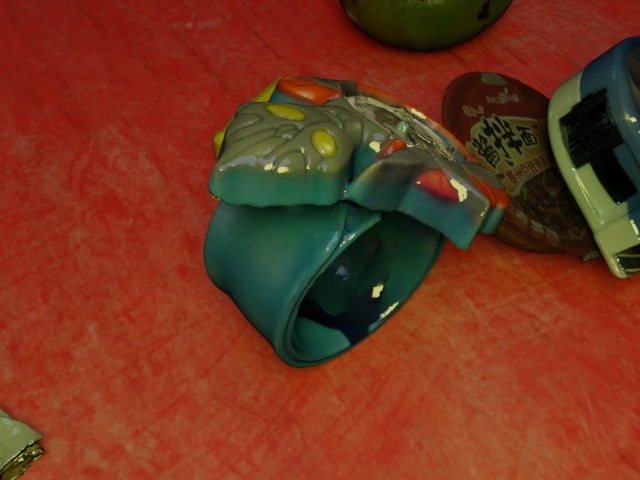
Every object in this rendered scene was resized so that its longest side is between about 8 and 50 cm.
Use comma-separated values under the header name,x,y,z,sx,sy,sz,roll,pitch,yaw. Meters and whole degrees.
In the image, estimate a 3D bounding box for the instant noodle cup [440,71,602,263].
name,x,y,z,sx,sy,sz,roll,pitch,yaw
instant noodle cup,0.237,-0.078,0.767,0.274,0.091,0.274,15,53,-21

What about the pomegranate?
name,x,y,z,sx,sy,sz,roll,pitch,yaw
pomegranate,0.174,-0.440,0.932,0.291,0.323,0.290,9,62,-17

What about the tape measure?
name,x,y,z,sx,sy,sz,roll,pitch,yaw
tape measure,0.387,-0.101,0.723,0.259,0.138,0.262,-15,69,-39

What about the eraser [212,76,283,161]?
name,x,y,z,sx,sy,sz,roll,pitch,yaw
eraser,-0.017,-0.125,0.855,0.226,0.069,0.158,29,61,23

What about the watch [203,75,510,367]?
name,x,y,z,sx,sy,sz,roll,pitch,yaw
watch,0.000,0.000,0.615,0.305,0.274,0.241,-9,46,-45

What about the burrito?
name,x,y,z,sx,sy,sz,roll,pitch,yaw
burrito,-0.347,0.202,0.643,0.118,0.044,0.074,31,63,20
